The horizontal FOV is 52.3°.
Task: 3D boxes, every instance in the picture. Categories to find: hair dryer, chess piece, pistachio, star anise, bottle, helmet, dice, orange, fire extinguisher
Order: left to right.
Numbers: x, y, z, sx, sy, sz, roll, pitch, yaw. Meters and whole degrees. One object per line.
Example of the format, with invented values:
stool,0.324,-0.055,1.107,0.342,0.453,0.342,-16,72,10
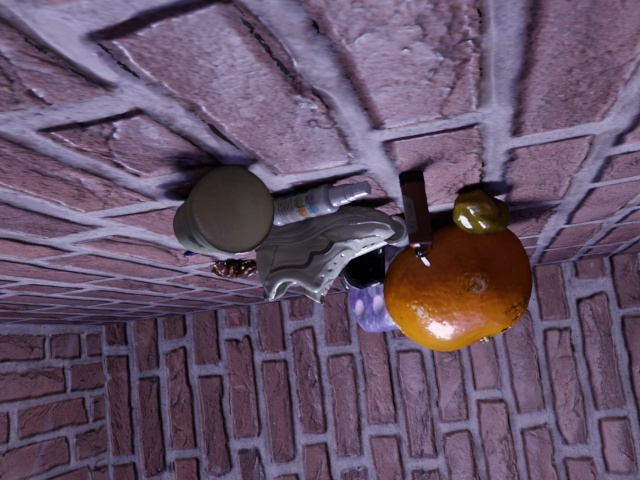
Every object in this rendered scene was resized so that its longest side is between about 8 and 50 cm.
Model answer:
chess piece,-0.191,-0.035,1.152,0.144,0.144,0.251,-2,174,-26
star anise,-0.273,0.094,2.073,0.168,0.057,0.168,-8,170,-1
bottle,-0.002,-0.075,1.244,0.217,0.060,0.060,-12,169,33
helmet,0.102,0.060,1.878,0.177,0.153,0.107,-1,-178,-35
hair dryer,0.130,0.016,1.695,0.236,0.073,0.131,-27,166,14
dice,0.265,0.153,2.135,0.270,0.270,0.271,-3,170,-28
fire extinguisher,0.184,-0.040,1.226,0.050,0.177,0.062,-12,168,24
orange,0.380,0.131,1.788,0.424,0.326,0.424,-27,167,-7
pistachio,0.358,-0.059,1.464,0.110,0.100,0.189,-16,168,28

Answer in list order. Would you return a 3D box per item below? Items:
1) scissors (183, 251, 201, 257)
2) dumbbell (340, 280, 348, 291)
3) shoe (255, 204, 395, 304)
scissors,-0.354,0.037,1.807,0.039,0.012,0.113,0,168,-35
dumbbell,0.177,0.122,2.433,0.110,0.110,0.254,3,160,-46
shoe,0.008,0.040,1.481,0.342,0.211,0.132,-9,170,11
